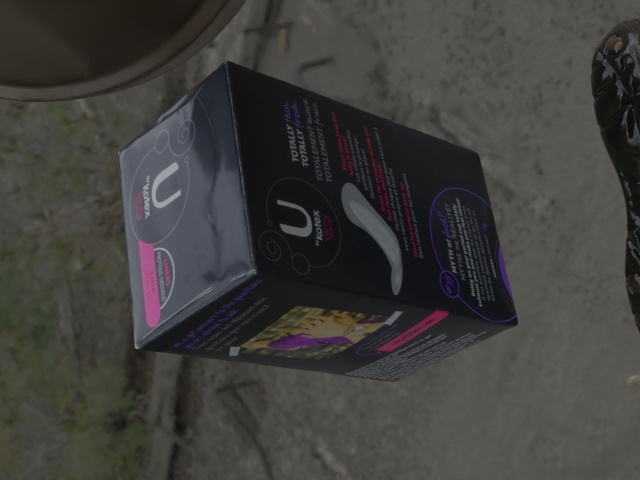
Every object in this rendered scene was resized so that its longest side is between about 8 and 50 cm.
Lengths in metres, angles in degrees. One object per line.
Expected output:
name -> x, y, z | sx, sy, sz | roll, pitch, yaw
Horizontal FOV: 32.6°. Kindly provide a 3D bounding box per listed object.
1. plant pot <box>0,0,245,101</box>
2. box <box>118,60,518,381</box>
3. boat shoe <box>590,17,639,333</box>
plant pot -> -0.194, -0.229, 0.607 | 0.280, 0.323, 0.323 | -66, -33, -77
box -> 0.000, 0.000, 0.832 | 0.143, 0.270, 0.165 | -31, 57, 39
boat shoe -> 0.307, -0.019, 0.847 | 0.122, 0.119, 0.324 | -148, 43, -73
